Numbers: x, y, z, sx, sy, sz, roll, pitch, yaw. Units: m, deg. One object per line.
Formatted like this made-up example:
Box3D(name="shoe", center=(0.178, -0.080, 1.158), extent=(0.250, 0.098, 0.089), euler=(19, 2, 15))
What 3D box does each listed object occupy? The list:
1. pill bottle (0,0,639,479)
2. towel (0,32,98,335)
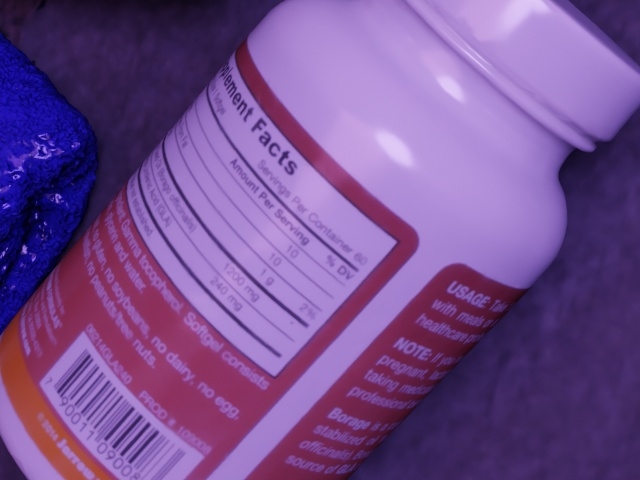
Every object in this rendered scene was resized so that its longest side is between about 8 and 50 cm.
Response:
Box3D(name="pill bottle", center=(0.000, 0.000, 0.463), extent=(0.216, 0.121, 0.121), euler=(-48, 68, 15))
Box3D(name="towel", center=(-0.255, -0.042, 0.617), extent=(0.308, 0.076, 0.227), euler=(40, 104, 23))
